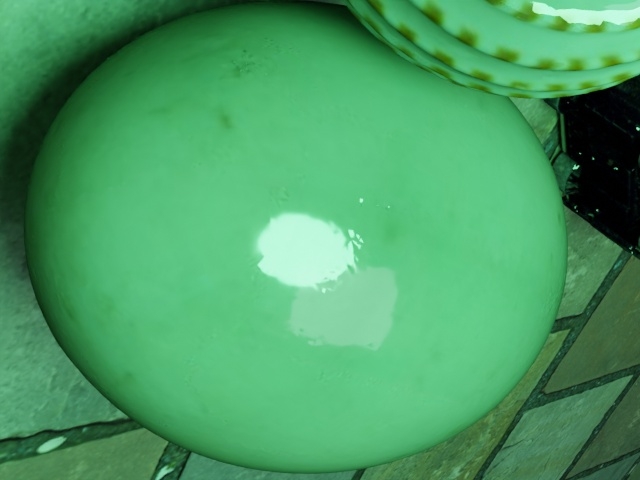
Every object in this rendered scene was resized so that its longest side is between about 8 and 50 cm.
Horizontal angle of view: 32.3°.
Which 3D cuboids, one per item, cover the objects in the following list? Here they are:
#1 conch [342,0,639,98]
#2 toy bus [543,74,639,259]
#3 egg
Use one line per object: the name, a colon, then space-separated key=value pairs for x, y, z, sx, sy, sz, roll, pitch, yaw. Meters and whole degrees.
conch: x=0.096 y=-0.232 z=0.530 sx=0.215 sy=0.319 sz=0.303 roll=25 pitch=100 yaw=-37
toy bus: x=0.320 y=-0.123 z=1.026 sx=0.179 sy=0.143 sz=0.305 roll=-41 pitch=148 yaw=-10
egg: x=0.000 y=0.000 z=0.666 sx=0.276 sy=0.276 sz=0.389 roll=-54 pitch=149 yaw=15
